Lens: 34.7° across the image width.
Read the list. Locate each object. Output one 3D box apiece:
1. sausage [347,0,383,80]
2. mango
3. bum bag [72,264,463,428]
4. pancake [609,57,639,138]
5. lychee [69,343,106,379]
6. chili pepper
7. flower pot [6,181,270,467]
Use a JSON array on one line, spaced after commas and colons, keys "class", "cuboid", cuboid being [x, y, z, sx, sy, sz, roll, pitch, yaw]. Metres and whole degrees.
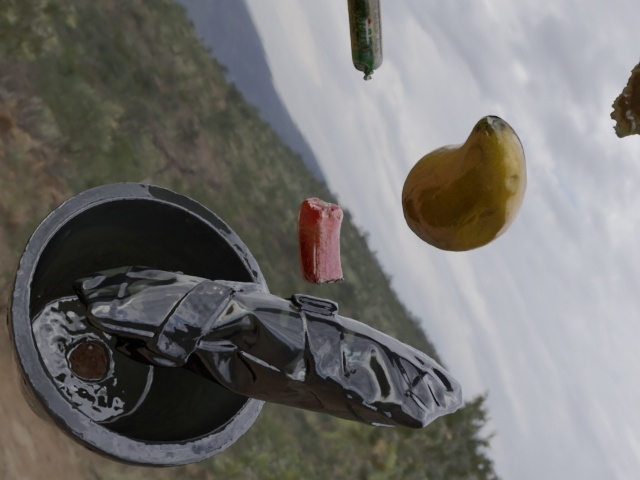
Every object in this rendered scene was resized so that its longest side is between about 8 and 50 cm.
[{"class": "sausage", "cuboid": [0.035, -0.263, 0.919, 0.033, 0.033, 0.269, -114, -166, -51]}, {"class": "mango", "cuboid": [0.127, -0.042, 0.895, 0.098, 0.075, 0.190, 60, -27, 6]}, {"class": "bum bag", "cuboid": [-0.047, 0.083, 0.842, 0.144, 0.340, 0.095, -36, 144, -82]}, {"class": "pancake", "cuboid": [0.437, -0.216, 1.191, 0.266, 0.244, 0.057, 58, 23, 0]}, {"class": "lychee", "cuboid": [-0.277, 0.082, 1.472, 0.267, 0.267, 0.267, 156, -90, -90]}, {"class": "chili pepper", "cuboid": [0.000, 0.000, 1.482, 0.070, 0.073, 0.123, -170, -101, -67]}, {"class": "flower pot", "cuboid": [-0.191, 0.097, 0.975, 0.166, 0.269, 0.269, -33, -103, 46]}]
